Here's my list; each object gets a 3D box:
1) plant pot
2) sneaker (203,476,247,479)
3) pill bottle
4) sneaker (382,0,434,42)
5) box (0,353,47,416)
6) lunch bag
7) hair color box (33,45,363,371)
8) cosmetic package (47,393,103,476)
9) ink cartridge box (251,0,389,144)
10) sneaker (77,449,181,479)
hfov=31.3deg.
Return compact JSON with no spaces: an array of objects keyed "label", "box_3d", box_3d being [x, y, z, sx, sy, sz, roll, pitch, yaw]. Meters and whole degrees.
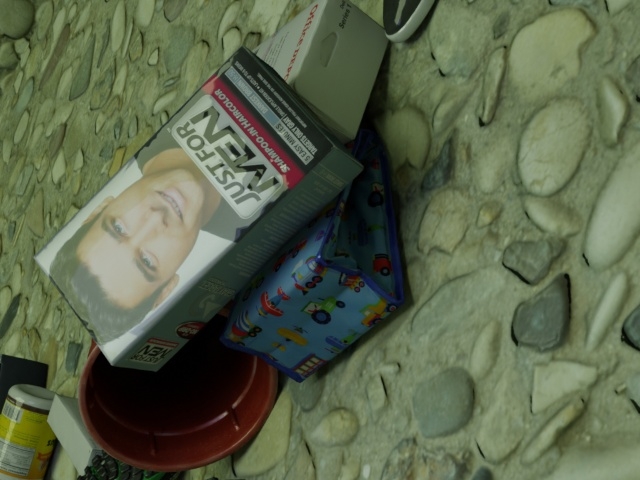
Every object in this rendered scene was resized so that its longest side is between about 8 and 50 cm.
[{"label":"plant pot","box_3d":[-0.221,0.145,1.657,0.272,0.272,0.265,-62,25,18]},{"label":"sneaker","box_3d":[-0.164,0.387,1.603,0.108,0.100,0.271,-52,14,-28]},{"label":"pill bottle","box_3d":[-0.579,0.397,2.222,0.117,0.117,0.215,23,95,59]},{"label":"sneaker","box_3d":[0.096,-0.421,1.517,0.104,0.146,0.296,11,86,57]},{"label":"box","box_3d":[-0.670,0.346,2.403,0.207,0.108,0.153,-30,51,48]},{"label":"lunch bag","box_3d":[0.000,0.000,1.511,0.221,0.138,0.293,-41,29,38]},{"label":"hair color box","box_3d":[-0.151,-0.033,1.403,0.374,0.113,0.185,-44,69,8]},{"label":"cosmetic package","box_3d":[-0.391,0.342,1.967,0.239,0.098,0.061,31,101,59]},{"label":"ink cartridge box","box_3d":[-0.046,-0.199,1.621,0.278,0.117,0.201,-27,37,51]},{"label":"sneaker","box_3d":[-0.336,0.441,1.815,0.343,0.146,0.134,-43,26,18]}]
